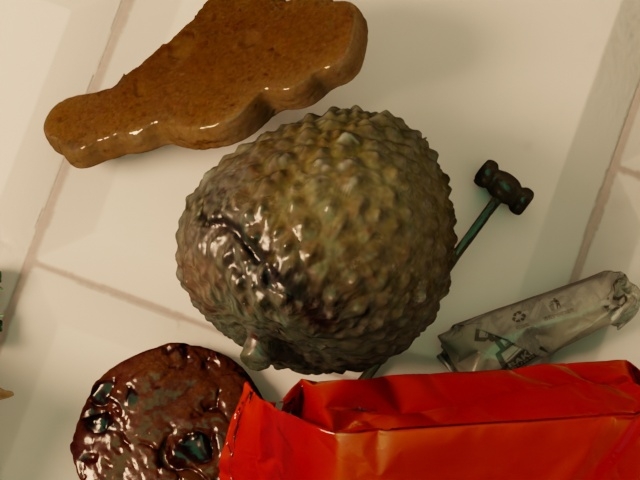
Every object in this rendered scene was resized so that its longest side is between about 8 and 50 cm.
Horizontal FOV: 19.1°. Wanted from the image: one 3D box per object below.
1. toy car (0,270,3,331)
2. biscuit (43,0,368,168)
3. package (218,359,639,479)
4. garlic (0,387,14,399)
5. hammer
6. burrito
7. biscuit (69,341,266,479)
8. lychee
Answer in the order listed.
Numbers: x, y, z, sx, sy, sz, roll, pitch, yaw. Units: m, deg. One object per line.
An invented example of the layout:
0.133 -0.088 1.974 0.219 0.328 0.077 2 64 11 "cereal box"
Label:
-0.367 0.057 1.769 0.143 0.054 0.073 -1 87 -10 "toy car"
-0.108 -0.149 1.770 0.319 0.183 0.047 -26 132 4 "biscuit"
0.123 0.216 1.720 0.423 0.123 0.196 -1 113 -14 "package"
-0.440 0.216 1.649 0.249 0.286 0.313 23 81 42 "garlic"
0.099 0.053 1.831 0.058 0.029 0.292 37 85 0 "hammer"
0.211 0.083 1.822 0.203 0.064 0.064 -21 88 -6 "burrito"
-0.137 0.187 1.774 0.192 0.049 0.192 1 72 -4 "biscuit"
0.000 0.000 1.709 0.255 0.255 0.274 29 73 -3 "lychee"
